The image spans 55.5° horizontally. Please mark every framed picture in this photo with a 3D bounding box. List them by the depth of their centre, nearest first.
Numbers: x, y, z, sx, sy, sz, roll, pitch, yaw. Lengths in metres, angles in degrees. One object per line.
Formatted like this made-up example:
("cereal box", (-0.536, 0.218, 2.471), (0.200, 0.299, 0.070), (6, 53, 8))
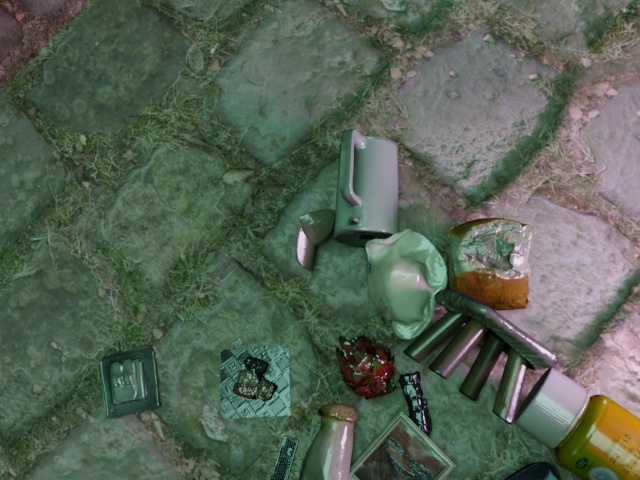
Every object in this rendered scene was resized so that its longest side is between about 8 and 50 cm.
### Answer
("framed picture", (0.220, 0.663, 1.751), (0.216, 0.016, 0.273), (42, 98, 20))

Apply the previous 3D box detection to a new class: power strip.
("power strip", (-0.632, 0.460, 1.987), (0.198, 0.064, 0.213), (-17, 72, 8))

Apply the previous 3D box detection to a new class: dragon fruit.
("dragon fruit", (0.138, 0.372, 1.799), (0.182, 0.182, 0.189), (-8, 69, 9))

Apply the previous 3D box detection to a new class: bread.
("bread", (0.497, 0.064, 1.771), (0.250, 0.279, 0.225), (0, 61, 11))

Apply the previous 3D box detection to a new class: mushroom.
("mushroom", (0.013, 0.677, 1.757), (0.154, 0.137, 0.408), (-6, 65, 42))

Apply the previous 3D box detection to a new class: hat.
("hat", (0.000, 0.000, 1.946), (0.144, 0.166, 0.173), (-18, 80, 17))

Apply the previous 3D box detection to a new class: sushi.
("sushi", (-0.213, 0.443, 1.915), (0.231, 0.047, 0.220), (-6, 73, 10))

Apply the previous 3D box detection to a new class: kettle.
("kettle", (0.127, -0.158, 1.913), (0.265, 0.205, 0.318), (13, 73, -31))

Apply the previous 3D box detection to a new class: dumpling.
("dumpling", (0.263, 0.123, 1.839), (0.242, 0.187, 0.318), (-23, 91, 1))

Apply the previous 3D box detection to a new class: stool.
("stool", (0.424, 0.307, 1.655), (0.310, 0.310, 0.226), (34, 84, -9))

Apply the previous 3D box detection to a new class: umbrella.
("umbrella", (0.284, 0.507, 1.792), (0.066, 0.059, 0.236), (-20, 72, 28))

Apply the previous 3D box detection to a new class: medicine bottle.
("medicine bottle", (0.728, 0.523, 1.606), (0.384, 0.224, 0.224), (35, 83, 18))

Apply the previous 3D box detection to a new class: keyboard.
("keyboard", (-0.111, 0.674, 1.847), (0.053, 0.010, 0.155), (12, 77, 16))

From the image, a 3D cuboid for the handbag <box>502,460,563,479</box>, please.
("handbag", (0.573, 0.788, 1.620), (0.269, 0.118, 0.326), (-28, 70, -5))
